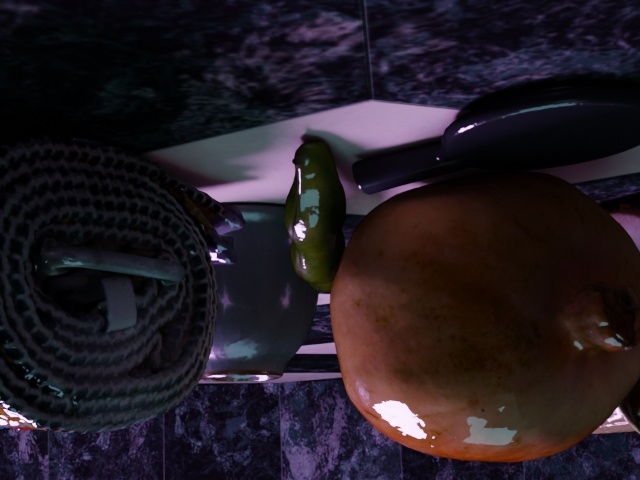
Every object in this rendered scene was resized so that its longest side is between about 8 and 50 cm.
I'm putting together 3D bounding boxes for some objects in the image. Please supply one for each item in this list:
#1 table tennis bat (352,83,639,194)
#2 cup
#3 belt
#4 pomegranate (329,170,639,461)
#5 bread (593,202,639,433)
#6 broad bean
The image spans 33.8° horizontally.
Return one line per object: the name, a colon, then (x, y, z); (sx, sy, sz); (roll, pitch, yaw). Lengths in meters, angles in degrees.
table tennis bat: (0.129, -0.068, 0.756); (0.236, 0.027, 0.150); (-12, 165, 32)
cup: (-0.078, 0.059, 1.018); (0.199, 0.150, 0.199); (-2, 167, 0)
belt: (-0.181, 0.037, 0.762); (0.161, 0.206, 0.295); (-7, 165, 31)
pomegranate: (0.144, 0.060, 0.827); (0.252, 0.228, 0.270); (-5, -177, -23)
bread: (0.296, 0.072, 0.991); (0.142, 0.224, 0.212); (0, 155, -39)
broad bean: (-0.001, 0.001, 0.879); (0.043, 0.060, 0.297); (30, 162, 16)
